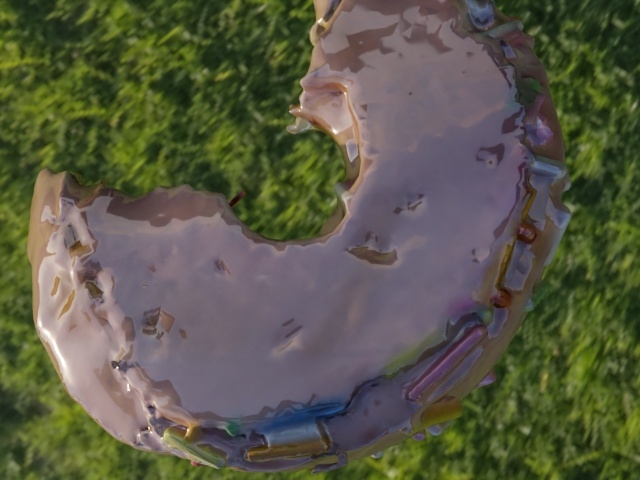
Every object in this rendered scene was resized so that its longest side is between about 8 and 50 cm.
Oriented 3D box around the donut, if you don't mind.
[{"bbox_3d":[0.000,0.000,0.565,0.199,0.233,0.085,57,-176,33],"label":"donut"}]
